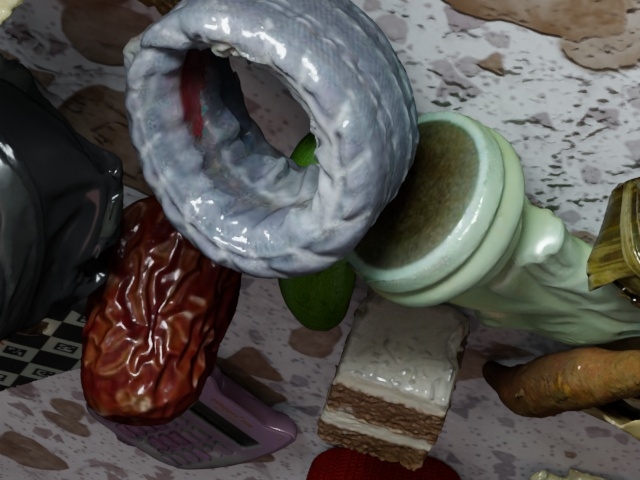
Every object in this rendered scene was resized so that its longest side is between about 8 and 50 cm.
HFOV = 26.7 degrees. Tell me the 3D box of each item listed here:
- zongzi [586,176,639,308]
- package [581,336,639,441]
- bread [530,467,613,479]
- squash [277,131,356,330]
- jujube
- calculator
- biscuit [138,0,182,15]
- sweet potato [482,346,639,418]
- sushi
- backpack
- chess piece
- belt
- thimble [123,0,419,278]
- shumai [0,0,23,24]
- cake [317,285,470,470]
[{"bbox_3d":[0.407,0.019,1.084,0.286,0.134,0.288,29,149,-21],"label":"zongzi"},{"bbox_3d":[0.412,0.213,1.314,0.311,0.165,0.221,30,142,-14],"label":"package"},{"bbox_3d":[0.304,0.350,1.600,0.134,0.085,0.173,2,139,16],"label":"bread"},{"bbox_3d":[-0.002,0.001,1.289,0.082,0.082,0.292,14,143,7],"label":"squash"},{"bbox_3d":[-0.160,0.071,1.332,0.155,0.230,0.155,7,158,3],"label":"jujube"},{"bbox_3d":[-0.168,0.220,1.682,0.194,0.043,0.294,38,143,-26],"label":"calculator"},{"bbox_3d":[-0.119,-0.274,1.035,0.131,0.026,0.237,30,141,-15],"label":"biscuit"},{"bbox_3d":[0.235,0.136,1.295,0.066,0.072,0.314,66,158,1],"label":"sweet potato"},{"bbox_3d":[-0.389,0.090,1.600,0.290,0.050,0.264,-17,145,35],"label":"sushi"},{"bbox_3d":[-0.388,-0.081,1.219,0.445,0.255,0.363,36,141,0],"label":"backpack"},{"bbox_3d":[0.170,0.021,1.210,0.175,0.176,0.298,-19,142,40],"label":"chess piece"},{"bbox_3d":[0.065,0.334,1.653,0.200,0.124,0.128,-1,137,23],"label":"belt"},{"bbox_3d":[-0.038,-0.100,1.067,0.236,0.172,0.205,45,124,-7],"label":"thimble"},{"bbox_3d":[-0.246,-0.256,0.900,0.314,0.262,0.267,16,136,21],"label":"shumai"},{"bbox_3d":[0.075,0.137,1.385,0.134,0.135,0.147,15,144,10],"label":"cake"}]
